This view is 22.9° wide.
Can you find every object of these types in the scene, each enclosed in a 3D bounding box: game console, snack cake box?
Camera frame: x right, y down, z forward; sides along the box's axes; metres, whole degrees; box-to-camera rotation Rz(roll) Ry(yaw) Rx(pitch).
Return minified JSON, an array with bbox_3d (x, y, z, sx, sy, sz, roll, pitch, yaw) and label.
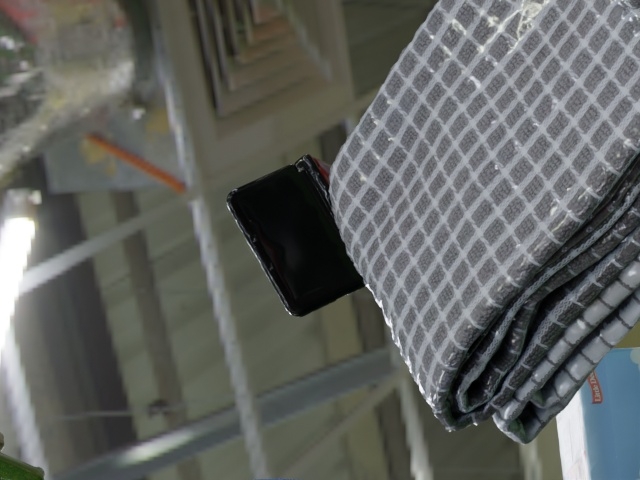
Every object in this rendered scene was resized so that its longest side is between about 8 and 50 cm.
[{"bbox_3d":[0.000,0.000,1.265,0.122,0.071,0.107,60,-161,21],"label":"game console"},{"bbox_3d":[0.314,0.260,1.677,0.152,0.089,0.264,96,171,-69],"label":"snack cake box"}]

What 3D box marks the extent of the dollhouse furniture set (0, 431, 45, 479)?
[{"bbox_3d":[-0.317,0.244,1.021,0.151,0.197,0.302,28,-96,-11],"label":"dollhouse furniture set"}]

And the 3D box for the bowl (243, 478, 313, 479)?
[{"bbox_3d":[-0.028,0.313,0.782,0.077,0.391,0.391,159,110,-79],"label":"bowl"}]

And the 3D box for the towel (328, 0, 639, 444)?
[{"bbox_3d":[0.129,-0.053,0.980,0.121,0.284,0.235,18,-152,-31],"label":"towel"}]
